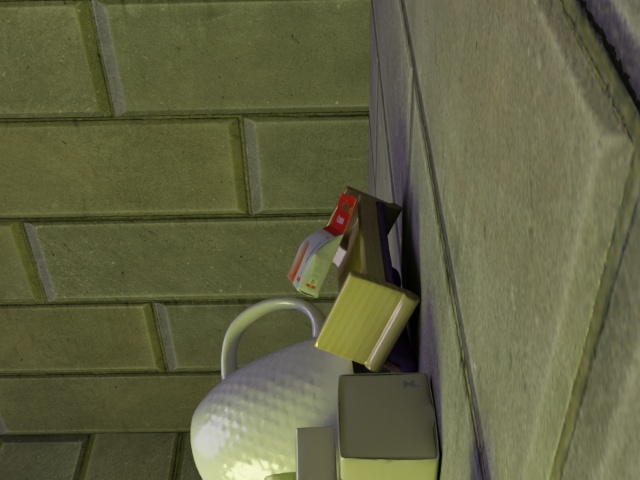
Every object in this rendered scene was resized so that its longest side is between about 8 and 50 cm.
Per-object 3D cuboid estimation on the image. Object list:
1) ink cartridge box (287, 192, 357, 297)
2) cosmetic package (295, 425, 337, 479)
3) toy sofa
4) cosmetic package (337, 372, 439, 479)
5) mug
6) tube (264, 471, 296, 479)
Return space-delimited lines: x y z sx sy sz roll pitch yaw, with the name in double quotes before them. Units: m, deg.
"ink cartridge box" 0.000 0.000 1.438 0.145 0.045 0.179 -142 72 -79
"cosmetic package" -0.003 0.394 1.186 0.099 0.061 0.239 90 178 -61
"toy sofa" 0.096 0.062 1.430 0.362 0.177 0.150 -89 22 -64
"cosmetic package" 0.089 0.340 1.176 0.153 0.129 0.296 -88 -2 -53
"mug" -0.055 0.281 1.478 0.276 0.328 0.374 36 -142 -65
"tube" -0.042 0.468 1.237 0.070 0.062 0.240 18 -123 -51
